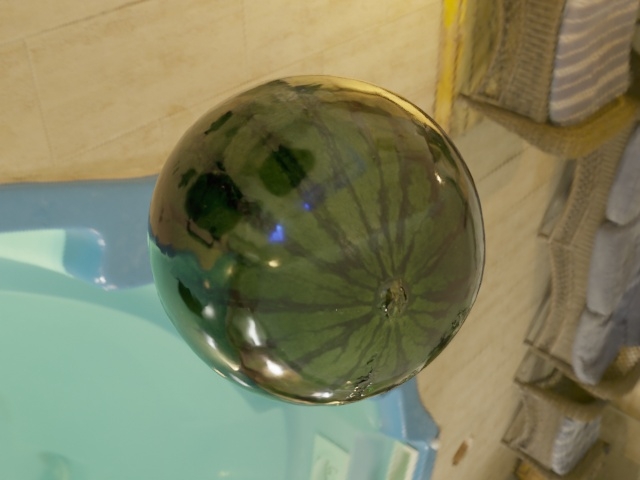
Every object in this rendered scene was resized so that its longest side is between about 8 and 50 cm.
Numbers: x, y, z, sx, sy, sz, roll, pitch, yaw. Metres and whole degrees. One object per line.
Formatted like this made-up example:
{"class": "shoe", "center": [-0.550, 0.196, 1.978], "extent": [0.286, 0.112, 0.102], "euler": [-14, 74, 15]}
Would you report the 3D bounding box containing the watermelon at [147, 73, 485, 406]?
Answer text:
{"class": "watermelon", "center": [-0.002, -0.002, 0.565], "extent": [0.242, 0.242, 0.242], "euler": [-31, 136, -36]}
